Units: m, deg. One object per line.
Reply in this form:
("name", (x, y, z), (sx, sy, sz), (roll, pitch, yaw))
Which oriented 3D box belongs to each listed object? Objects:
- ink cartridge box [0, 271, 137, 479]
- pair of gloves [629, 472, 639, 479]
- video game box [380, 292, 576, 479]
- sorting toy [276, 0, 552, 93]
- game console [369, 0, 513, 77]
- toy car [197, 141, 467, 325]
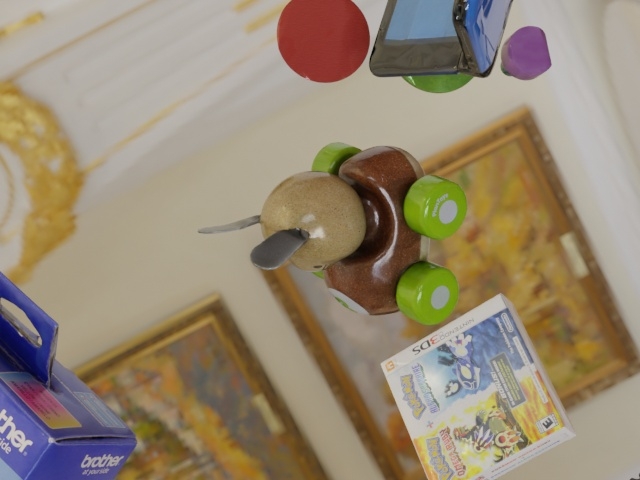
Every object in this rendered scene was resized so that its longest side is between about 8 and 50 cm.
("ink cartridge box", (-0.368, 0.216, 1.400), (0.270, 0.395, 0.151), (38, -171, 25))
("pair of gloves", (0.255, 0.219, 1.117), (0.074, 0.083, 0.010), (13, -170, -33))
("video game box", (0.192, 0.196, 1.785), (0.048, 0.187, 0.205), (35, -153, -52))
("sorting toy", (0.114, -0.244, 1.877), (0.126, 0.365, 0.127), (145, 126, -76))
("game console", (0.146, -0.346, 1.624), (0.250, 0.173, 0.293), (49, -124, -69))
("toy car", (0.000, 0.000, 1.192), (0.155, 0.188, 0.149), (23, 115, 48))
